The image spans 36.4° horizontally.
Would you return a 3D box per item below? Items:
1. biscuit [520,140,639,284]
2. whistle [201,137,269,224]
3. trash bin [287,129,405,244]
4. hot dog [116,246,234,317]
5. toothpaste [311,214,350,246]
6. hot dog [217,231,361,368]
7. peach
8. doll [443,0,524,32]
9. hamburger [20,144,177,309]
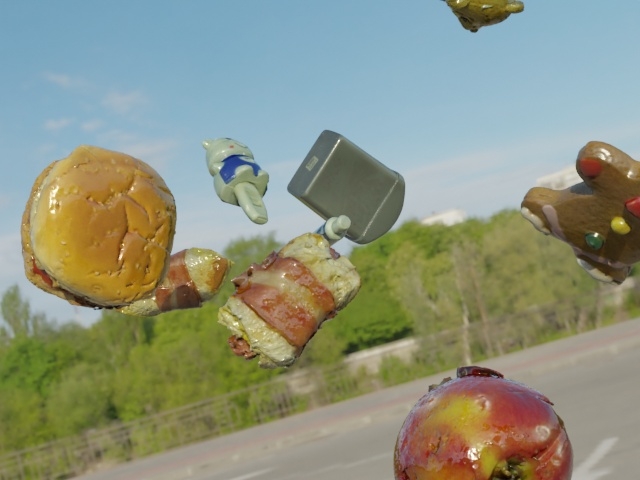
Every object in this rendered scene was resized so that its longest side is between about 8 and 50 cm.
[{"bbox_3d":[0.506,-0.043,1.573,0.064,0.283,0.432,-57,12,-23],"label":"biscuit"},{"bbox_3d":[-0.152,-0.119,1.815,0.110,0.244,0.092,19,-61,-41],"label":"whistle"},{"bbox_3d":[0.065,-0.106,2.045,0.236,0.177,0.101,35,-1,-33],"label":"trash bin"},{"bbox_3d":[-0.289,0.082,1.966,0.261,0.123,0.093,-11,4,12],"label":"hot dog"},{"bbox_3d":[0.000,0.000,1.585,0.037,0.062,0.216,28,-23,-12],"label":"toothpaste"},{"bbox_3d":[-0.046,0.085,1.369,0.213,0.146,0.103,-40,2,-24],"label":"hot dog"},{"bbox_3d":[0.329,0.457,2.075,0.353,0.339,0.416,-12,5,-8],"label":"peach"},{"bbox_3d":[0.244,-0.394,1.577,0.137,0.097,0.209,-2,26,-6],"label":"doll"},{"bbox_3d":[-0.314,-0.016,1.404,0.244,0.245,0.163,-11,-4,-40],"label":"hamburger"}]
